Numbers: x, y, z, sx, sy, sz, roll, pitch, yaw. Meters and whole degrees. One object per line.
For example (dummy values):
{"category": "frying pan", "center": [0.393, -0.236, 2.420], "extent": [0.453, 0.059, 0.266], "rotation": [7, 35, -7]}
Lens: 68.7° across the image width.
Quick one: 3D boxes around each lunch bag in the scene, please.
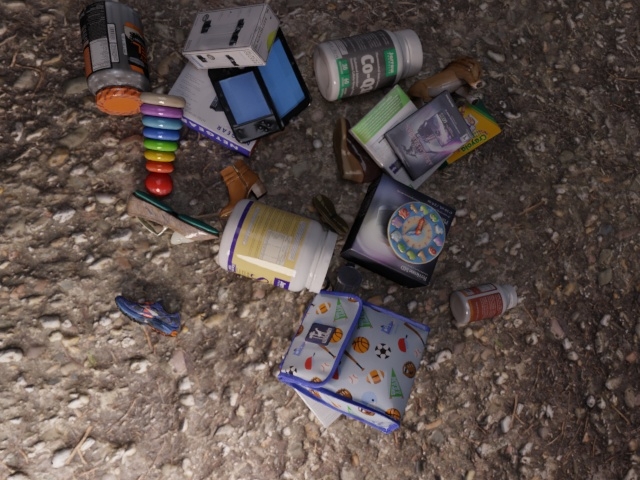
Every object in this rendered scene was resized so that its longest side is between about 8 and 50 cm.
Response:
{"category": "lunch bag", "center": [0.100, 0.358, 1.450], "extent": [0.385, 0.239, 0.328], "rotation": [22, 61, 9]}

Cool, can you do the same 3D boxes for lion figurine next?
{"category": "lion figurine", "center": [0.456, -0.585, 1.785], "extent": [0.392, 0.142, 0.240], "rotation": [-18, 50, -7]}

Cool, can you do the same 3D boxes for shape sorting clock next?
{"category": "shape sorting clock", "center": [0.316, -0.026, 1.531], "extent": [0.206, 0.040, 0.206], "rotation": [2, 81, -12]}

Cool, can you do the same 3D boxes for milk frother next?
{"category": "milk frother", "center": [0.052, 0.141, 1.586], "extent": [0.143, 0.134, 0.129], "rotation": [2, 50, -14]}

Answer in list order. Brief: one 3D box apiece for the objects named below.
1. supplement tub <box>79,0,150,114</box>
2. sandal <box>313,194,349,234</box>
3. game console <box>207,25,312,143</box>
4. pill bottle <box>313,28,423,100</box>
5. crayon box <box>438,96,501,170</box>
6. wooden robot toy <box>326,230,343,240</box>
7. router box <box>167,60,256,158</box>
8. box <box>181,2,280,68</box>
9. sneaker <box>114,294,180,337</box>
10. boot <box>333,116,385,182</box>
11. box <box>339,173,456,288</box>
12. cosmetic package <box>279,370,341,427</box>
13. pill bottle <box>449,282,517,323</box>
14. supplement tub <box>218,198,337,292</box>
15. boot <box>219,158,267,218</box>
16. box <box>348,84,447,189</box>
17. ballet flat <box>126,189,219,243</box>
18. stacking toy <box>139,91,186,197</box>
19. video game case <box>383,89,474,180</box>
{"category": "supplement tub", "center": [-0.667, -0.588, 1.531], "extent": [0.194, 0.193, 0.316], "rotation": [-8, 83, -13]}
{"category": "sandal", "center": [0.030, -0.085, 1.661], "extent": [0.072, 0.049, 0.180], "rotation": [-27, 74, -38]}
{"category": "game console", "center": [-0.206, -0.508, 1.537], "extent": [0.250, 0.173, 0.293], "rotation": [-23, 85, -15]}
{"category": "pill bottle", "center": [0.173, -0.648, 1.707], "extent": [0.361, 0.204, 0.204], "rotation": [-19, 85, -13]}
{"category": "crayon box", "center": [0.535, -0.412, 1.805], "extent": [0.278, 0.081, 0.165], "rotation": [-32, 88, -15]}
{"category": "wooden robot toy", "center": [0.000, 0.000, 1.628], "extent": [0.173, 0.079, 0.076], "rotation": [-4, 81, -12]}
{"category": "router box", "center": [-0.326, -0.499, 1.643], "extent": [0.335, 0.082, 0.301], "rotation": [27, 76, -6]}
{"category": "box", "center": [-0.289, -0.651, 1.506], "extent": [0.290, 0.087, 0.169], "rotation": [7, 75, 29]}
{"category": "sneaker", "center": [-0.545, 0.228, 1.487], "extent": [0.221, 0.083, 0.087], "rotation": [29, 63, -11]}
{"category": "boot", "center": [0.159, -0.330, 1.729], "extent": [0.207, 0.090, 0.248], "rotation": [-2, 80, -24]}
{"category": "box", "center": [0.268, -0.024, 1.637], "extent": [0.296, 0.183, 0.294], "rotation": [25, 78, -6]}
{"category": "cosmetic package", "center": [-0.018, 0.485, 1.542], "extent": [0.117, 0.085, 0.231], "rotation": [-37, 88, -15]}
{"category": "pill bottle", "center": [0.590, 0.221, 1.691], "extent": [0.216, 0.121, 0.121], "rotation": [-10, 83, -13]}
{"category": "supplement tub", "center": [-0.132, 0.023, 1.496], "extent": [0.331, 0.241, 0.241], "rotation": [18, 77, 0]}
{"category": "boot", "center": [-0.298, -0.175, 1.603], "extent": [0.197, 0.073, 0.152], "rotation": [-38, 90, -26]}
{"category": "box", "center": [0.288, -0.352, 1.668], "extent": [0.232, 0.058, 0.322], "rotation": [-44, 104, -2]}
{"category": "ballet flat", "center": [-0.488, -0.052, 1.538], "extent": [0.316, 0.107, 0.106], "rotation": [27, 96, -1]}
{"category": "stacking toy", "center": [-0.518, -0.305, 1.520], "extent": [0.141, 0.141, 0.330], "rotation": [5, 105, -11]}
{"category": "video game case", "center": [0.382, -0.368, 1.642], "extent": [0.274, 0.026, 0.196], "rotation": [-37, 103, -5]}
